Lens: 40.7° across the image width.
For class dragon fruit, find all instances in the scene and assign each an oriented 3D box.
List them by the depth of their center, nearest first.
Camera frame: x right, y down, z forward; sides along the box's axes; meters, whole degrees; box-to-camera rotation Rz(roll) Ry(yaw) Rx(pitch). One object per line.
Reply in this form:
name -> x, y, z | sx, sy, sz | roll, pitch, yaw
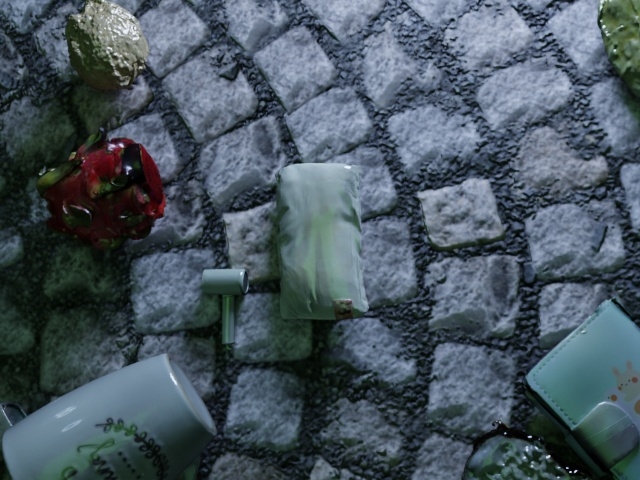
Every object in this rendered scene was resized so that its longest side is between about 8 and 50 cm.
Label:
dragon fruit -> -0.316, -0.070, 1.224 | 0.172, 0.160, 0.167 | -17, 102, 5

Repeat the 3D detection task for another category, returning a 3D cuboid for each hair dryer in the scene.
hair dryer -> -0.136, 0.102, 1.228 | 0.063, 0.038, 0.124 | 0, 87, 10

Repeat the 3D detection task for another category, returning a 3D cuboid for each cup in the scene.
cup -> -0.250, 0.298, 1.154 | 0.234, 0.186, 0.258 | -31, 107, -6

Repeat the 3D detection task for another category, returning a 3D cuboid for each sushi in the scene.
sushi -> 0.276, 0.333, 1.081 | 0.212, 0.115, 0.147 | 28, 82, 14

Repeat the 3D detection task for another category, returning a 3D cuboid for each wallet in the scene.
wallet -> 0.397, 0.219, 1.103 | 0.176, 0.075, 0.250 | -41, 76, -4

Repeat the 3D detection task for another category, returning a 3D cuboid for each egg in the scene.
egg -> -0.315, -0.288, 1.278 | 0.116, 0.118, 0.140 | -16, 69, 23

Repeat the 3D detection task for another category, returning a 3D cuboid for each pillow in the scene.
pillow -> 0.000, 0.000, 1.214 | 0.128, 0.051, 0.229 | -6, 78, 15

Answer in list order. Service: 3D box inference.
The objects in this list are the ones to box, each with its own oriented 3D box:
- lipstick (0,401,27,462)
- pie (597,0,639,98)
lipstick -> -0.525, 0.329, 1.222 | 0.253, 0.077, 0.079 | -36, 77, 0
pie -> 0.526, -0.316, 1.181 | 0.306, 0.071, 0.307 | -2, 79, 8
